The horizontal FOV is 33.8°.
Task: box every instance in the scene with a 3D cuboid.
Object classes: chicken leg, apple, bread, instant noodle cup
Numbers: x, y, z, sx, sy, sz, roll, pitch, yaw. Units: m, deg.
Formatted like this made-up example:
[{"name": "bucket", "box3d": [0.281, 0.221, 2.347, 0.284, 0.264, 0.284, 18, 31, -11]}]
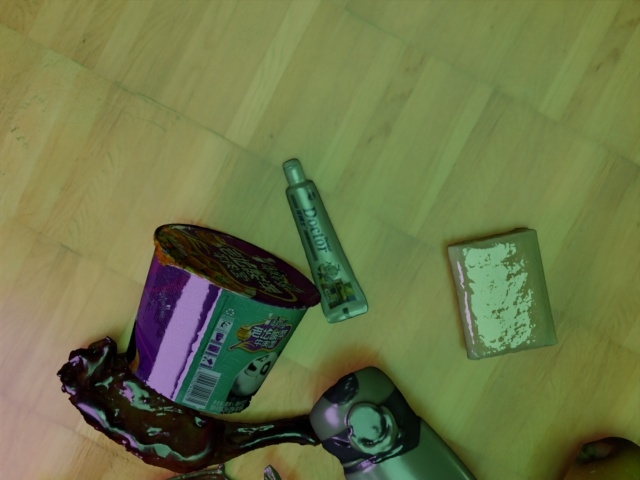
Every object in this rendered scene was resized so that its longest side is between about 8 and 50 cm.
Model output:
[{"name": "chicken leg", "box3d": [-0.195, 0.265, 1.556, 0.407, 0.096, 0.158, 18, 77, -5]}, {"name": "apple", "box3d": [0.419, 0.367, 1.545, 0.163, 0.146, 0.147, 0, 104, 14]}, {"name": "bread", "box3d": [0.268, 0.078, 1.555, 0.139, 0.060, 0.178, -10, 96, -1]}, {"name": "instant noodle cup", "box3d": [-0.150, 0.114, 1.471, 0.251, 0.251, 0.190, 24, 103, -3]}]

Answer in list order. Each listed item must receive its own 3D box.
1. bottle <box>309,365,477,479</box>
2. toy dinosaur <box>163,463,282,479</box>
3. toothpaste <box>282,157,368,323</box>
[{"name": "bottle", "box3d": [0.122, 0.342, 1.529, 0.168, 0.168, 0.347, -37, 93, 3]}, {"name": "toy dinosaur", "box3d": [-0.097, 0.455, 1.527, 0.206, 0.113, 0.327, -37, 77, 14]}, {"name": "toothpaste", "box3d": [0.000, 0.000, 1.557, 0.067, 0.037, 0.255, -20, 100, 1]}]
